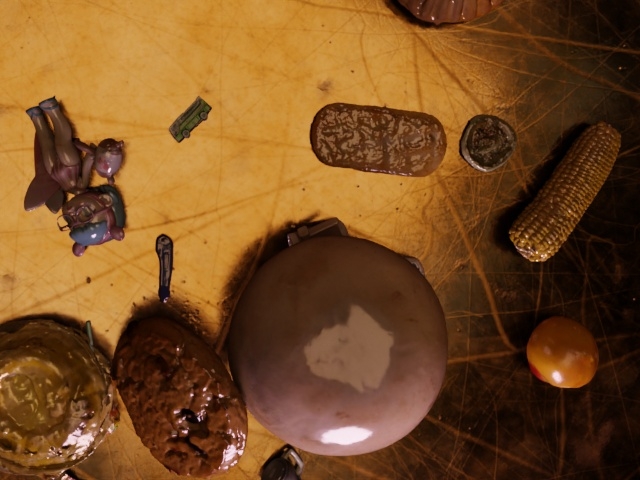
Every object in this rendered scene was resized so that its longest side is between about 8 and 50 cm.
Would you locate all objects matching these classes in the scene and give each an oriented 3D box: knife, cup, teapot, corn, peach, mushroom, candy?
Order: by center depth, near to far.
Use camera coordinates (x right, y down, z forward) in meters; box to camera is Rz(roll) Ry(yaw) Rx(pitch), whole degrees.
[{"bbox_3d":[0.030,0.170,1.562,0.362,0.294,0.363,0,92,5],"label":"mushroom"},{"bbox_3d":[-0.386,0.238,1.621,0.060,0.060,0.201,-10,88,-9],"label":"candy"},{"bbox_3d":[-0.272,0.050,1.632,0.031,0.018,0.121,1,96,-17],"label":"knife"},{"bbox_3d":[-0.002,-0.003,1.638,0.099,0.074,0.102,-18,125,-9],"label":"cup"},{"bbox_3d":[-0.063,0.420,1.686,0.057,0.066,0.088,42,64,-30],"label":"teapot"},{"bbox_3d":[0.446,-0.090,1.703,0.101,0.101,0.292,34,86,-11],"label":"corn"},{"bbox_3d":[0.439,0.202,1.707,0.138,0.138,0.138,-1,95,-9],"label":"peach"}]

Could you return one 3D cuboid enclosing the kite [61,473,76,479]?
[{"bbox_3d":[-0.366,0.569,1.664,0.204,0.022,0.360,-40,104,-4],"label":"kite"}]

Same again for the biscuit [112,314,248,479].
[{"bbox_3d":[-0.240,0.264,1.548,0.075,0.296,0.296,-33,103,-47],"label":"biscuit"}]

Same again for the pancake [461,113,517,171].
[{"bbox_3d":[0.306,-0.176,1.709,0.108,0.017,0.108,0,92,-7],"label":"pancake"}]

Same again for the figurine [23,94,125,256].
[{"bbox_3d":[-0.388,-0.116,1.547,0.205,0.103,0.260,-21,95,18],"label":"figurine"}]

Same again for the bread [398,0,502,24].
[{"bbox_3d":[0.226,-0.508,1.600,0.274,0.149,0.274,0,95,-3],"label":"bread"}]

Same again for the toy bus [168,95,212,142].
[{"bbox_3d":[-0.223,-0.206,1.610,0.037,0.031,0.083,44,87,-3],"label":"toy bus"}]

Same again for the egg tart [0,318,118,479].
[{"bbox_3d":[-0.480,0.263,1.557,0.278,0.095,0.279,0,90,4],"label":"egg tart"}]

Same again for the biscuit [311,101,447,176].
[{"bbox_3d":[0.106,-0.178,1.668,0.247,0.029,0.119,6,95,-10],"label":"biscuit"}]

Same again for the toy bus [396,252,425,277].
[{"bbox_3d":[0.126,0.060,1.679,0.122,0.060,0.075,0,92,-7],"label":"toy bus"}]
